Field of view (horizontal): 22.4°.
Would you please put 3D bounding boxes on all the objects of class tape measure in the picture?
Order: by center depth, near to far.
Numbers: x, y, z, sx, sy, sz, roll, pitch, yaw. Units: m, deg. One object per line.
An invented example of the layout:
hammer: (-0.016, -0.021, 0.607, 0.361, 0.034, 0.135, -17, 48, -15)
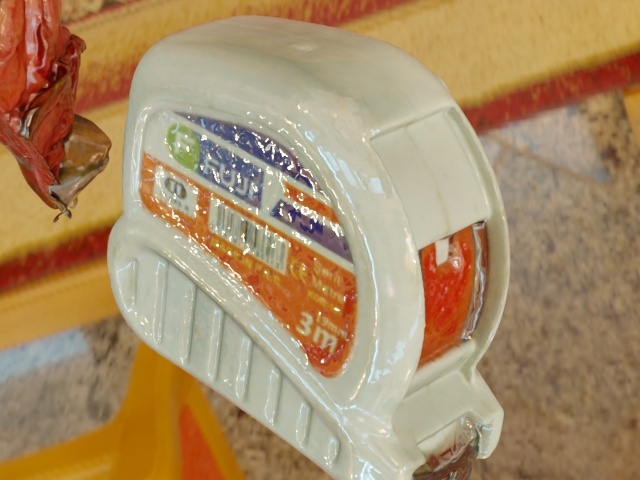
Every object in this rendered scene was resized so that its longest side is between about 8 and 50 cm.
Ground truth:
tape measure: (0.000, 0.001, 0.913, 0.243, 0.125, 0.246, 30, 125, 32)

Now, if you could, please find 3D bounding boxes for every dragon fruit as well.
dragon fruit: (-0.196, -0.070, 1.001, 0.122, 0.092, 0.192, -17, 148, -1)
